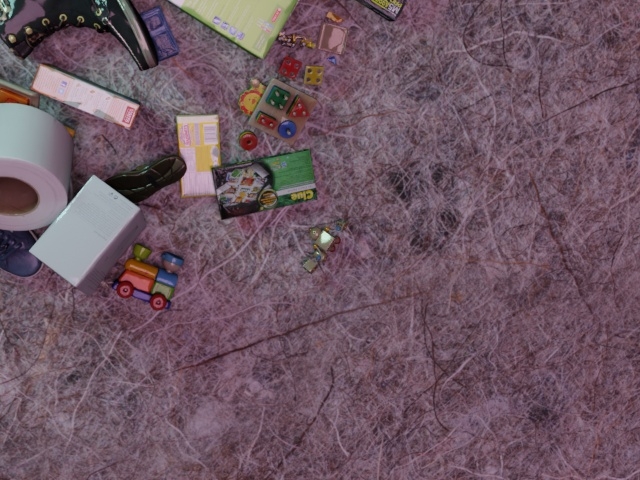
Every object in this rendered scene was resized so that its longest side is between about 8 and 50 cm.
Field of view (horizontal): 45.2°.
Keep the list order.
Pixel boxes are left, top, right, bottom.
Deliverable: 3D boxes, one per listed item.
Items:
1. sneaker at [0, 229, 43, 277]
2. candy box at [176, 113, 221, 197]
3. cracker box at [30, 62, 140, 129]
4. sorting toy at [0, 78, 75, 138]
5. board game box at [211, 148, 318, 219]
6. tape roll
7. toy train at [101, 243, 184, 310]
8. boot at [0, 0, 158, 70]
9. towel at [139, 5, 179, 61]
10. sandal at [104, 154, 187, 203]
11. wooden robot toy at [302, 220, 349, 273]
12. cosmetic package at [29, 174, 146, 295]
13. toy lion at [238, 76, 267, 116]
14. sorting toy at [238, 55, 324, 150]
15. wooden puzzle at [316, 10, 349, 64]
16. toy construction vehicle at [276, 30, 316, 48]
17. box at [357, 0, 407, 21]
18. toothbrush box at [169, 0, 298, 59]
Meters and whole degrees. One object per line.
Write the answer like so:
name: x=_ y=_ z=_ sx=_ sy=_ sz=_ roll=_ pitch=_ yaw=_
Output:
sneaker: x=-0.800 y=-0.034 z=1.807 sx=0.131 sy=0.148 sz=0.350 roll=-41 pitch=109 yaw=1
candy box: x=-0.304 y=-0.212 z=1.929 sx=0.105 sy=0.027 sz=0.206 roll=-3 pitch=105 yaw=-11
cracker box: x=-0.537 y=-0.334 z=1.781 sx=0.232 sy=0.156 sz=0.067 roll=21 pitch=97 yaw=-16
sorting toy: x=-0.729 y=-0.296 z=1.733 sx=0.347 sy=0.196 sz=0.047 roll=21 pitch=55 yaw=-9
board game box: x=-0.141 y=-0.144 z=1.968 sx=0.259 sy=0.030 sz=0.136 roll=-12 pitch=104 yaw=-15
tape roll: x=-0.683 y=-0.160 z=1.716 sx=0.246 sy=0.169 sz=0.246 roll=-4 pitch=141 yaw=-4
toy train: x=-0.476 y=0.070 z=1.933 sx=0.248 sy=0.105 sz=0.143 roll=23 pitch=88 yaw=-16
boot: x=-0.567 y=-0.497 z=1.732 sx=0.284 sy=0.138 sz=0.377 roll=-33 pitch=98 yaw=-2
towel: x=-0.389 y=-0.491 z=1.839 sx=0.067 sy=0.029 sz=0.120 roll=-24 pitch=108 yaw=-4
sandal: x=-0.430 y=-0.159 z=1.895 sx=0.219 sy=0.060 sz=0.090 roll=-25 pitch=124 yaw=11
wooden robot toy: x=0.000 y=0.000 z=2.042 sx=0.079 sy=0.076 sz=0.173 roll=36 pitch=96 yaw=17
cosmetic package: x=-0.534 y=-0.005 z=1.791 sx=0.138 sy=0.224 sz=0.225 roll=36 pitch=77 yaw=-2
toy lion: x=-0.153 y=-0.353 z=1.926 sx=0.100 sy=0.034 sz=0.096 roll=15 pitch=107 yaw=-16
sorting toy: x=-0.086 y=-0.323 z=1.913 sx=0.132 sy=0.046 sz=0.275 roll=23 pitch=111 yaw=-25
wooden puzzle: x=0.031 y=-0.509 z=1.933 sx=0.078 sy=0.014 sz=0.116 roll=18 pitch=100 yaw=-11
toy construction vehicle: x=-0.061 y=-0.493 z=1.879 sx=0.098 sy=0.086 sz=0.035 roll=9 pitch=96 yaw=-13
box: x=0.121 y=-0.699 z=1.878 sx=0.270 sy=0.060 sz=0.216 roll=27 pitch=98 yaw=-16
toothbrush box: x=-0.207 y=-0.588 z=1.804 sx=0.283 sy=0.122 sz=0.206 roll=29 pitch=97 yaw=-18
